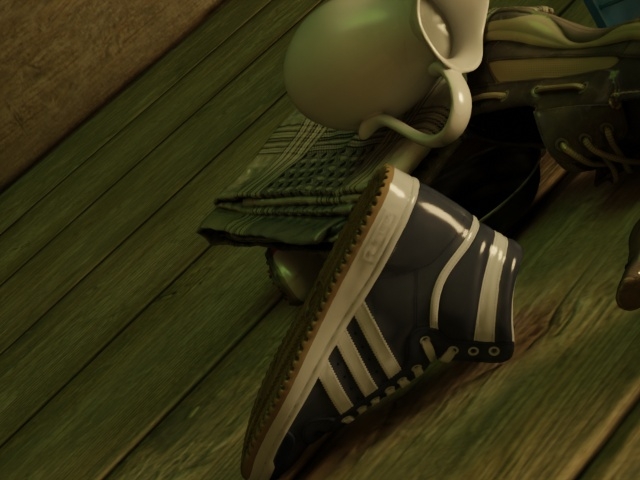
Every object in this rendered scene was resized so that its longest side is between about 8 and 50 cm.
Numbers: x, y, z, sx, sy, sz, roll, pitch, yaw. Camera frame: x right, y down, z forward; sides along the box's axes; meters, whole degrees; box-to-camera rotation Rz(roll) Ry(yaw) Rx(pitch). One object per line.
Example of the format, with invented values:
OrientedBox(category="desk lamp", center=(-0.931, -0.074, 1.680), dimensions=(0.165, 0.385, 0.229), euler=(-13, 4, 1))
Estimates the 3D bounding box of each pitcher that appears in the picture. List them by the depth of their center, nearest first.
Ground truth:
OrientedBox(category="pitcher", center=(0.061, -0.152, 1.652), dimensions=(0.207, 0.125, 0.178), euler=(-21, 62, 47))

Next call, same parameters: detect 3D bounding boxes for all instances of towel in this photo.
OrientedBox(category="towel", center=(0.041, -0.115, 1.795), dimensions=(0.312, 0.056, 0.324), euler=(5, 51, 55))

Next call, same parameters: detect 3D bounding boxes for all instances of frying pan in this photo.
OrientedBox(category="frying pan", center=(0.151, -0.059, 1.719), dimensions=(0.197, 0.053, 0.326), euler=(-20, 20, 39))

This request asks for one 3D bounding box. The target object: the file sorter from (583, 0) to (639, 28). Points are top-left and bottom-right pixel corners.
OrientedBox(category="file sorter", center=(0.326, -0.315, 1.903), dimensions=(0.104, 0.170, 0.118), euler=(-19, 22, 39))

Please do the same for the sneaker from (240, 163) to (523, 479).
OrientedBox(category="sneaker", center=(0.053, 0.094, 1.418), dimensions=(0.282, 0.153, 0.099), euler=(-62, 11, 17))

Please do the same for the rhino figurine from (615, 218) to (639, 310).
OrientedBox(category="rhino figurine", center=(0.314, -0.022, 1.227), dimensions=(0.243, 0.073, 0.106), euler=(-28, 20, 19))

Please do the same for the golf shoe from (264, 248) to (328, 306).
OrientedBox(category="golf shoe", center=(0.000, 0.000, 1.826), dimensions=(0.086, 0.067, 0.186), euler=(-28, 17, 26))

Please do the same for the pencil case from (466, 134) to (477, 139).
OrientedBox(category="pencil case", center=(0.164, -0.155, 1.900), dimensions=(0.104, 0.104, 0.236), euler=(-40, 17, -17))

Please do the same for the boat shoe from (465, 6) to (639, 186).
OrientedBox(category="boat shoe", center=(0.251, -0.107, 1.538), dimensions=(0.355, 0.132, 0.130), euler=(17, 79, 57))
